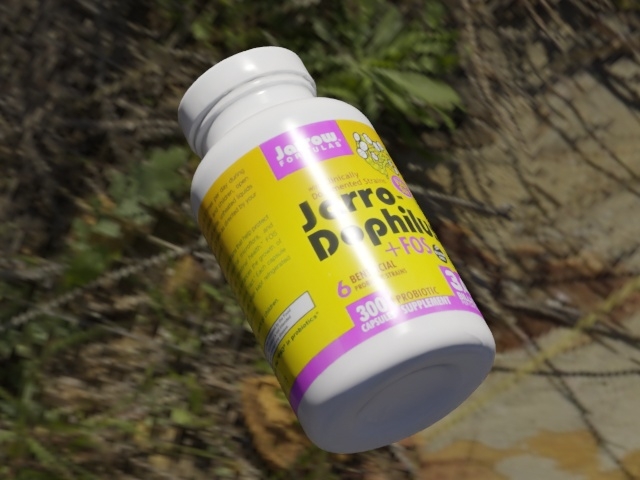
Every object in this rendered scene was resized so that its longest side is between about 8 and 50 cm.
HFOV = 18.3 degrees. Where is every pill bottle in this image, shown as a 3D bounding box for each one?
[{"bbox_3d":[0.000,0.000,0.417,0.043,0.043,0.083,-35,63,12],"label":"pill bottle"}]
